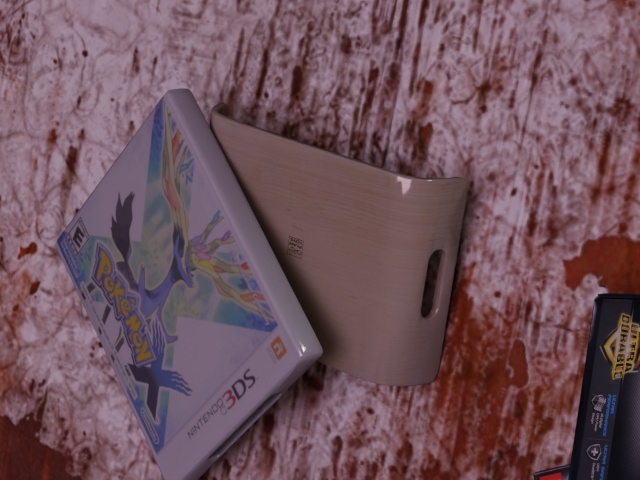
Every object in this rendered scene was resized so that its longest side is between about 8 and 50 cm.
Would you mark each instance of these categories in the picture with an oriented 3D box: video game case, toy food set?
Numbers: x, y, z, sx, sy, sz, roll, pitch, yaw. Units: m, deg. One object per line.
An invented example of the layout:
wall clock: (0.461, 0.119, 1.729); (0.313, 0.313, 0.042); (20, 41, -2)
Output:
video game case: (-0.151, 0.057, 1.903); (0.300, 0.036, 0.329); (-47, 62, 43)
toy food set: (0.000, 0.000, 1.853); (0.306, 0.092, 0.220); (20, 112, 32)

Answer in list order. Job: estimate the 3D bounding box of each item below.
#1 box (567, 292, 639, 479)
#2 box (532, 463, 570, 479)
box: (0.321, 0.162, 1.623); (0.175, 0.051, 0.220); (2, 75, 37)
box: (0.309, 0.250, 1.677); (0.207, 0.036, 0.114); (-18, 81, 31)
